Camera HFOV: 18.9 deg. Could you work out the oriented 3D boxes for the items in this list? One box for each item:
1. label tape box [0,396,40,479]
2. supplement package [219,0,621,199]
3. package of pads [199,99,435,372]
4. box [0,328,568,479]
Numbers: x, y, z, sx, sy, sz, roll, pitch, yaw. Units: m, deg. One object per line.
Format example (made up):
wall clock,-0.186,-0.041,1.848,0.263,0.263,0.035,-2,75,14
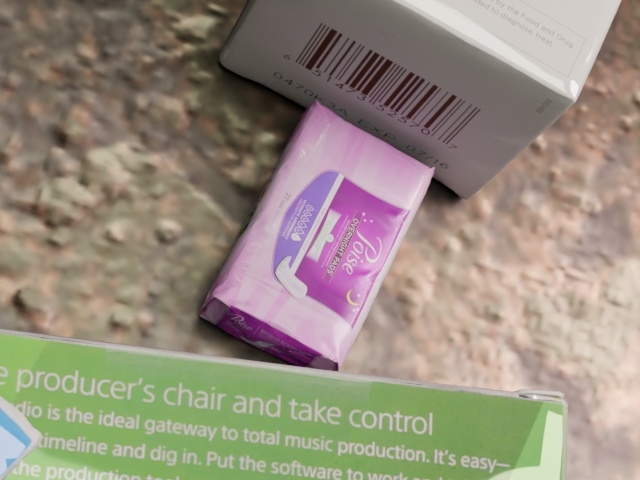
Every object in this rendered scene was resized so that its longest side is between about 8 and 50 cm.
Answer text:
label tape box,-0.286,0.035,0.489,0.348,0.115,0.249,40,63,1
supplement package,0.056,-0.125,0.655,0.105,0.105,0.179,28,68,-5
package of pads,0.000,0.000,0.640,0.050,0.032,0.083,28,68,-5
box,-0.046,0.191,0.557,0.232,0.058,0.322,9,73,-13
